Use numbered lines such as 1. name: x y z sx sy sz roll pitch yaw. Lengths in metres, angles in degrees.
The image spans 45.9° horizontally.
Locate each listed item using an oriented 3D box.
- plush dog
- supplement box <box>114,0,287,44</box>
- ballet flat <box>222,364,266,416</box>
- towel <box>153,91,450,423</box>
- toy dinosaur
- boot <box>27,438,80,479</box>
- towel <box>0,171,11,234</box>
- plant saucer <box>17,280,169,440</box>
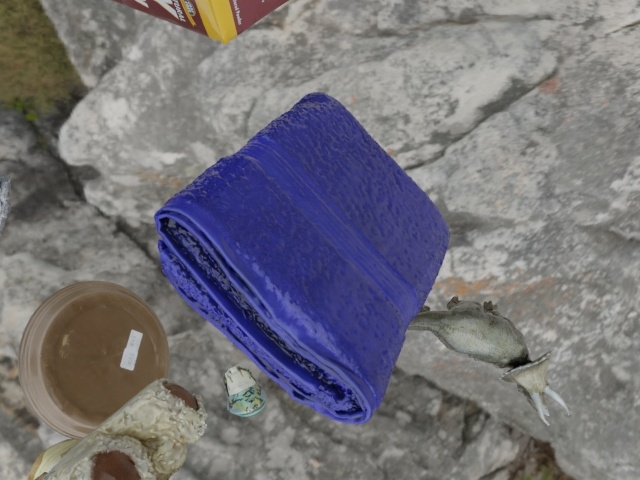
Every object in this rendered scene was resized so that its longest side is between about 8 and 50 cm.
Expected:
1. plush dog: -0.204 0.321 0.859 0.210 0.262 0.225 -37 95 14
2. supplement box: -0.101 -0.305 0.697 0.194 0.191 0.129 28 148 33
3. ballet flat: -0.132 0.240 1.238 0.188 0.070 0.070 171 80 -76
4. towel: 0.000 0.000 0.688 0.227 0.308 0.076 47 126 -6
5. toy dinosaur: 0.234 0.138 1.133 0.313 0.160 0.121 33 88 -15
6. boot: -0.361 0.416 1.354 0.203 0.262 0.095 25 101 16
7. towel: -0.393 0.035 0.557 0.235 0.283 0.121 9 146 5
8. plant saucer: -0.378 0.204 1.306 0.041 0.278 0.278 -17 94 47
